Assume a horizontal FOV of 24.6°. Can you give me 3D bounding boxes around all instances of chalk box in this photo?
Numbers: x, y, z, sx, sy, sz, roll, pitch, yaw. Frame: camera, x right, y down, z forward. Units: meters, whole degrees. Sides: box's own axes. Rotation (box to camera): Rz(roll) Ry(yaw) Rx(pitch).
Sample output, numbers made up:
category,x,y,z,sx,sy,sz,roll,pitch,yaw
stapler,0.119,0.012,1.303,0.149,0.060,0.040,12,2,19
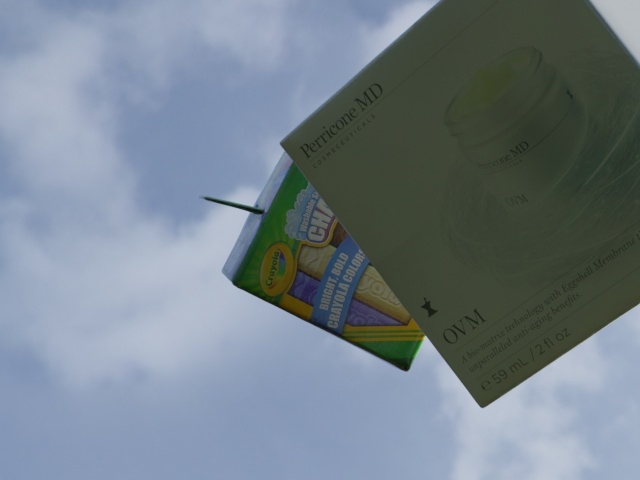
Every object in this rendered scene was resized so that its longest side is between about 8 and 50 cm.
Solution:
category,x,y,z,sx,sy,sz,roll,pitch,yaw
chalk box,0.000,0.000,1.243,0.213,0.132,0.132,28,-91,-9

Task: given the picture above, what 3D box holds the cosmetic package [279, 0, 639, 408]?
category,x,y,z,sx,sy,sz,roll,pitch,yaw
cosmetic package,0.138,-0.054,0.949,0.224,0.138,0.224,-40,-95,30
